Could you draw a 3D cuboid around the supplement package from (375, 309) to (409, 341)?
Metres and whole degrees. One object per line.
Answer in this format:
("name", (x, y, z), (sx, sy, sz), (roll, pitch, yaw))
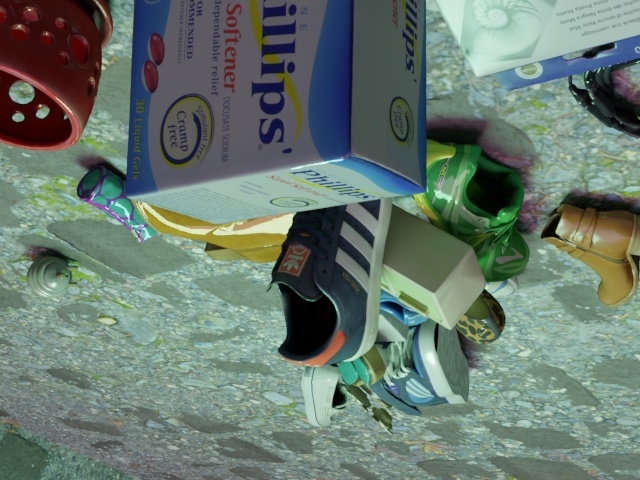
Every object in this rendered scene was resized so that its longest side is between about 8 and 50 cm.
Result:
("supplement package", (0.055, 0.106, 1.752), (0.179, 0.105, 0.105), (-5, 149, 30))

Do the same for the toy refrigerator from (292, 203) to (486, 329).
("toy refrigerator", (0.089, 0.011, 1.432), (0.269, 0.094, 0.102), (31, 162, 34))

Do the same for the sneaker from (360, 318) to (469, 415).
("sneaker", (0.140, 0.230, 1.919), (0.236, 0.130, 0.323), (0, 156, 18))

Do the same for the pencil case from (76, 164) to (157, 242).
("pencil case", (-0.319, -0.056, 1.651), (0.064, 0.070, 0.152), (-9, 145, 37))

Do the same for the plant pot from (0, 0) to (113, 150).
("plant pot", (-0.350, -0.225, 1.224), (0.191, 0.174, 0.191), (10, 153, 5))

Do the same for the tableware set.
("tableware set", (0.093, 0.306, 2.022), (0.141, 0.168, 0.020), (42, 103, -16))

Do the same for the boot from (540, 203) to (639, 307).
("boot", (0.386, 0.016, 1.466), (0.152, 0.073, 0.197), (13, 141, -1))

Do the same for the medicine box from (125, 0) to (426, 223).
("medicine box", (-0.045, -0.171, 1.054), (0.289, 0.263, 0.149), (-8, 166, 36))

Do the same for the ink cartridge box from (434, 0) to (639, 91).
("ink cartridge box", (0.238, -0.235, 1.026), (0.223, 0.045, 0.224), (-11, 137, 32))

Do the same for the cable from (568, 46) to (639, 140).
("cable", (0.381, -0.165, 1.153), (0.184, 0.047, 0.150), (32, 143, -25))

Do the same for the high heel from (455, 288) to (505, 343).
("high heel", (0.164, 0.043, 1.492), (0.261, 0.093, 0.186), (46, 175, 4))

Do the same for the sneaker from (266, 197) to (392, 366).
("sneaker", (0.000, 0.000, 1.325), (0.131, 0.350, 0.148), (8, -165, 43))

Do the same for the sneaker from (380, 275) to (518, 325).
("sneaker", (0.187, 0.087, 1.628), (0.240, 0.126, 0.091), (9, 154, 10))

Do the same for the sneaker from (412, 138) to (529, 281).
("sneaker", (0.225, -0.030, 1.404), (0.123, 0.109, 0.295), (-2, 149, 35))

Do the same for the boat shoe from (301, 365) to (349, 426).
("boat shoe", (0.022, 0.337, 2.236), (0.088, 0.096, 0.267), (11, 145, 15))

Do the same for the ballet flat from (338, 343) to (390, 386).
("ballet flat", (0.082, 0.206, 1.785), (0.073, 0.080, 0.232), (-25, 175, -12))

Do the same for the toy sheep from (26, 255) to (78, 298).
("toy sheep", (-0.516, 0.070, 1.973), (0.091, 0.091, 0.132), (29, 155, -28))

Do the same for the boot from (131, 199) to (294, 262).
("boot", (-0.131, -0.051, 1.560), (0.211, 0.104, 0.295), (-9, 151, 28))
